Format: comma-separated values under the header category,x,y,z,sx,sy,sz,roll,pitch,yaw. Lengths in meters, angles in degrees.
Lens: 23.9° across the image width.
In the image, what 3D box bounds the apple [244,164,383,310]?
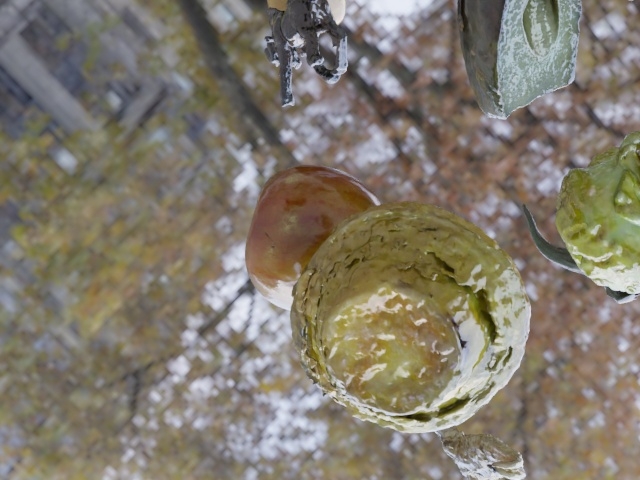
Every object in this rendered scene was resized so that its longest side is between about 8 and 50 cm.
category,x,y,z,sx,sy,sz,roll,pitch,yaw
apple,0.000,0.000,1.900,0.196,0.196,0.196,-37,-159,17

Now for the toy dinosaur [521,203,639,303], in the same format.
category,x,y,z,sx,sy,sz,roll,pitch,yaw
toy dinosaur,0.399,-0.009,2.100,0.187,0.087,0.179,-32,-118,-3

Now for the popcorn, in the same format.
category,x,y,z,sx,sy,sz,roll,pitch,yaw
popcorn,0.405,-0.034,1.921,0.221,0.204,0.184,-46,-173,-39

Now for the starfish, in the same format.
category,x,y,z,sx,sy,sz,roll,pitch,yaw
starfish,0.303,0.382,2.383,0.082,0.324,0.432,-52,-162,-9

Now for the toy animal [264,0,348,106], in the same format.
category,x,y,z,sx,sy,sz,roll,pitch,yaw
toy animal,-0.029,-0.288,2.134,0.084,0.148,0.232,-22,169,-23

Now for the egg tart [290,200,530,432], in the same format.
category,x,y,z,sx,sy,sz,roll,pitch,yaw
egg tart,0.095,0.101,1.704,0.294,0.294,0.123,-34,-170,24

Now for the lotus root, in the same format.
category,x,y,z,sx,sy,sz,roll,pitch,yaw
lotus root,0.226,-0.301,1.854,0.142,0.314,0.210,-16,-157,-20

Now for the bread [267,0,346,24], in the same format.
category,x,y,z,sx,sy,sz,roll,pitch,yaw
bread,-0.029,-0.458,2.271,0.142,0.305,0.091,-8,178,-39
